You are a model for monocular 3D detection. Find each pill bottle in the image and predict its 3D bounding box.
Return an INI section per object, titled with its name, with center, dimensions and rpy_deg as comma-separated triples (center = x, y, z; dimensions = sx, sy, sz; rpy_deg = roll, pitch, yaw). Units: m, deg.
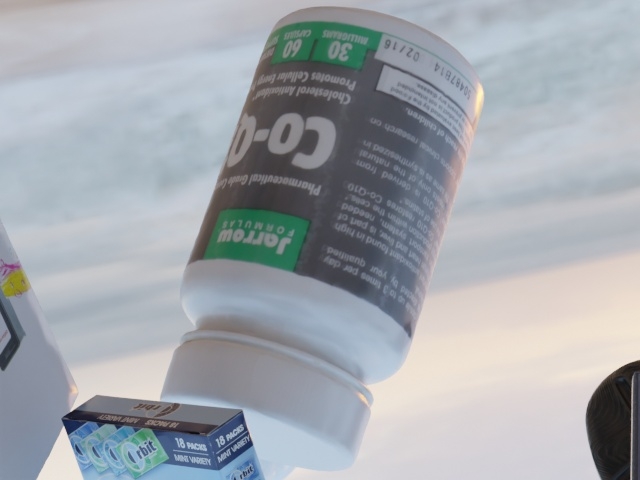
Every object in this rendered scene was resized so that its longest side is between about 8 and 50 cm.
[pill bottle]
center = 0.000, 0.000, 1.482
dimensions = 0.204, 0.361, 0.204
rpy_deg = 16, 161, 6

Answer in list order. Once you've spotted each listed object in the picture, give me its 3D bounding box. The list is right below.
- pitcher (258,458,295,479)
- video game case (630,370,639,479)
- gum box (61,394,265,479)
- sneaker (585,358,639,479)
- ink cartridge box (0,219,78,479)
[pitcher]
center = -0.100, 0.195, 1.879
dimensions = 0.125, 0.177, 0.207
rpy_deg = -21, 165, -28
[video game case]
center = 0.353, 0.185, 1.195
dimensions = 0.274, 0.196, 0.026
rpy_deg = 3, 145, 7
[gum box]
center = -0.094, 0.204, 1.233
dimensions = 0.157, 0.184, 0.041
rpy_deg = 0, -155, 44
[sneaker]
center = 0.426, 0.325, 1.679
dimensions = 0.169, 0.447, 0.257
rpy_deg = -37, 150, -2
[ink cartridge box]
center = -0.334, 0.072, 1.257
dimensions = 0.198, 0.270, 0.197
rpy_deg = -13, -156, 16
